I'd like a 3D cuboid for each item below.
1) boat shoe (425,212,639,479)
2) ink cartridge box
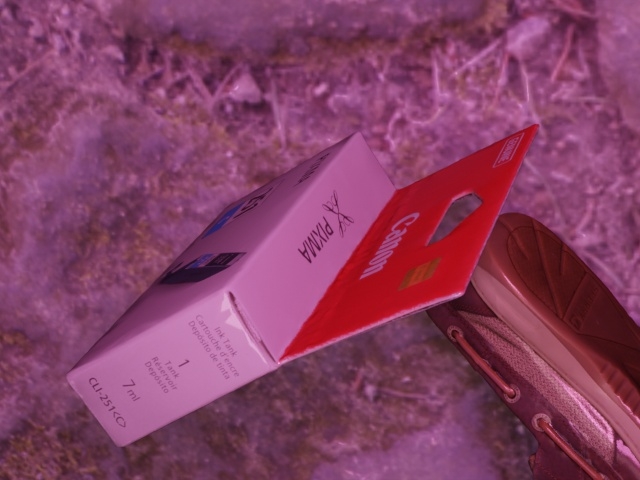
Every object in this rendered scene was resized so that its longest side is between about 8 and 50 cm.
[{"bbox_3d":[0.208,0.139,1.028,0.342,0.123,0.123,47,127,-2],"label":"boat shoe"},{"bbox_3d":[0.000,0.000,0.925,0.261,0.296,0.066,-27,102,26],"label":"ink cartridge box"}]
